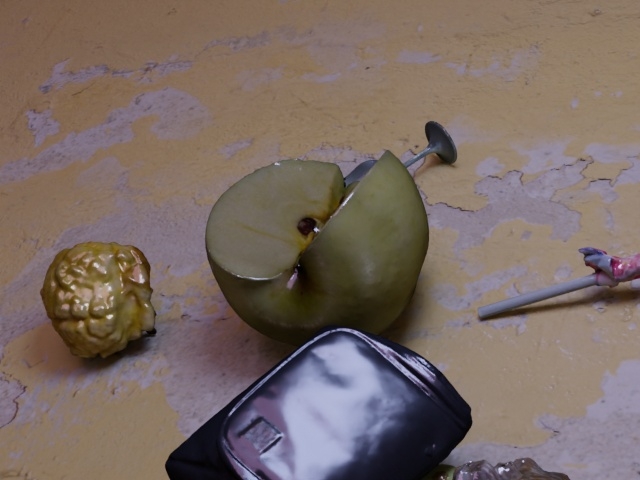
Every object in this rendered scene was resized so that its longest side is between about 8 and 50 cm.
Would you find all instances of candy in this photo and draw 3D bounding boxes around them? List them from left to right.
[{"bbox_3d":[0.376,0.044,1.703,0.365,0.124,0.124,-18,36,21],"label":"candy"}]

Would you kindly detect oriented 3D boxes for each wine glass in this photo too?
[{"bbox_3d":[0.109,-0.101,2.004,0.195,0.079,0.079,-33,39,-18],"label":"wine glass"}]

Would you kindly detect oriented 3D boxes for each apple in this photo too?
[{"bbox_3d":[0.012,0.016,1.779,0.295,0.233,0.258,-11,22,28],"label":"apple"}]

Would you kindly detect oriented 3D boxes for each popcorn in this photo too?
[{"bbox_3d":[-0.316,0.084,1.917,0.180,0.170,0.180,-38,40,41],"label":"popcorn"}]

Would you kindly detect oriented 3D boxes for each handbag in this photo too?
[{"bbox_3d":[-0.009,0.220,1.524,0.302,0.178,0.275,-37,14,-23],"label":"handbag"}]

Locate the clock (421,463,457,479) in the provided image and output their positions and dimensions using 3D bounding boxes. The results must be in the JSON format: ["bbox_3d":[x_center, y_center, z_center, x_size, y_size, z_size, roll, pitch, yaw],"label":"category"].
[{"bbox_3d":[0.100,0.357,1.448,0.232,0.069,0.170,-32,39,-13],"label":"clock"}]

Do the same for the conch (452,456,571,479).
[{"bbox_3d":[0.132,0.348,1.225,0.297,0.210,0.352,-49,-1,14],"label":"conch"}]
